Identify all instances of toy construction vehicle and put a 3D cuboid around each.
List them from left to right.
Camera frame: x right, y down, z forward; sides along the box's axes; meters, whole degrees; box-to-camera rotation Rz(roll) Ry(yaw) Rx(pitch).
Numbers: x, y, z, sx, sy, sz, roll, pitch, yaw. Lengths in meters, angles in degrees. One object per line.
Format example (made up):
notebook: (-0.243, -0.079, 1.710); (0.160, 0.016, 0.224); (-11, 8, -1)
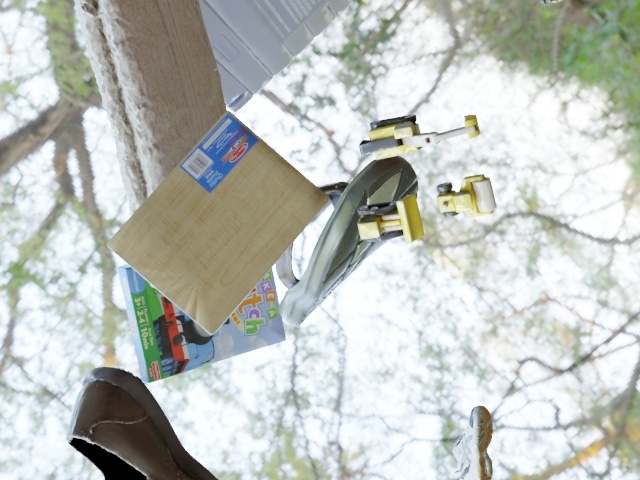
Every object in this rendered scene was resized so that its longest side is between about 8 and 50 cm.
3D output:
toy construction vehicle: (0.064, -0.040, 0.703); (0.035, 0.098, 0.086); (-47, -52, -63)

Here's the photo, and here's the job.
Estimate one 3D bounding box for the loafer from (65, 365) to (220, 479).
loafer: (-0.237, 0.342, 1.427); (0.366, 0.133, 0.130); (57, -137, -22)

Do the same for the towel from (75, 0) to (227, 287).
towel: (-0.128, -0.106, 0.906); (0.187, 0.049, 0.282); (-39, -65, -72)

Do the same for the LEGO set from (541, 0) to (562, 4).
LEGO set: (0.331, -0.370, 1.508); (0.023, 0.054, 0.083); (61, -139, -57)

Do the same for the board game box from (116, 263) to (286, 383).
board game box: (-0.159, 0.088, 1.433); (0.211, 0.039, 0.160); (-15, -80, -29)

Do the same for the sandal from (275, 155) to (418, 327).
sandal: (-0.001, 0.001, 0.979); (0.120, 0.303, 0.086); (-39, -96, -26)

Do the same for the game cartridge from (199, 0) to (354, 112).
game cartridge: (-0.081, -0.280, 1.199); (0.068, 0.230, 0.355); (44, -177, 13)

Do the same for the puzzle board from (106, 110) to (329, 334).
puzzle board: (-0.070, -0.013, 0.728); (0.096, 0.128, 0.011); (41, 170, -1)

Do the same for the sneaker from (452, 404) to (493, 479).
sneaker: (0.138, 0.189, 0.965); (0.037, 0.083, 0.032); (13, -157, 38)
